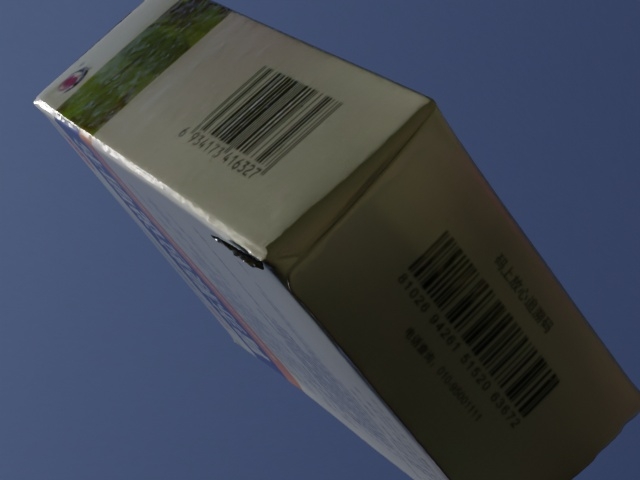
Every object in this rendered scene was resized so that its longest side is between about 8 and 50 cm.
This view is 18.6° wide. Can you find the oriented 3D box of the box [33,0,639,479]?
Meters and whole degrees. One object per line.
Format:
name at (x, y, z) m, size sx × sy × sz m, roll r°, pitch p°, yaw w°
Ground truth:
box at (0.000, 0.000, 0.966) m, size 0.106 × 0.299 × 0.200 m, roll -43°, pitch -59°, yaw -8°
